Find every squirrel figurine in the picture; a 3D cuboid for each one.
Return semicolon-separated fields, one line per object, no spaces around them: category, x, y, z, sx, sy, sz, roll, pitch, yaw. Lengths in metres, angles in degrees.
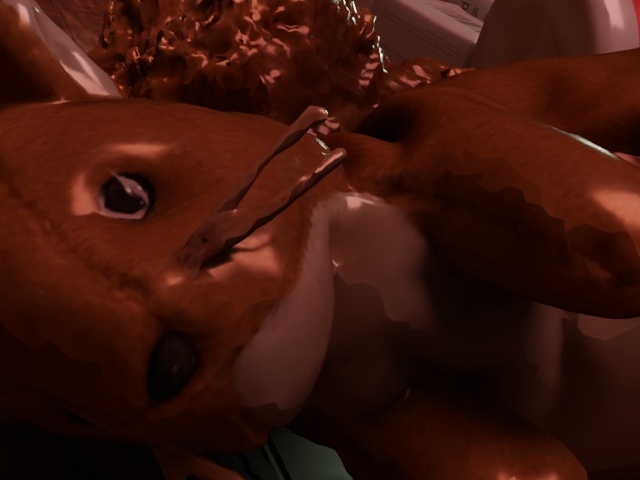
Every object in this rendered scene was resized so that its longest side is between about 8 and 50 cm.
squirrel figurine;0.000;0.000;0.571;0.371;0.281;0.397;1;25;-25

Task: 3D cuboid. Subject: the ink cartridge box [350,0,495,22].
ink cartridge box;0.051;-0.175;1.094;0.273;0.197;0.114;35;22;27

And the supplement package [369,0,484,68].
supplement package;0.077;-0.088;0.928;0.105;0.179;0.105;-1;32;-49

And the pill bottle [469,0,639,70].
pill bottle;0.275;-0.084;0.815;0.319;0.176;0.176;5;26;-21
